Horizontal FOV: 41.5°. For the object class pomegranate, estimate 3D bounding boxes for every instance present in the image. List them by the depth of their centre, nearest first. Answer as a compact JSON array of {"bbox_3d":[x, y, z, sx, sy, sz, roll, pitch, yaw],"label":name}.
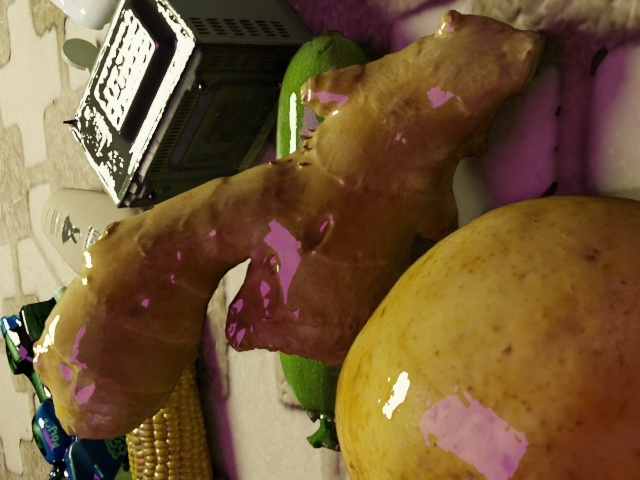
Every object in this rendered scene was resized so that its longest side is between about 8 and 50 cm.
[{"bbox_3d":[0.146,0.103,0.494,0.260,0.260,0.260,17,113,46],"label":"pomegranate"}]

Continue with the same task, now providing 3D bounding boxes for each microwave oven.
[{"bbox_3d":[-0.121,-0.138,0.796,0.129,0.163,0.205,53,132,22],"label":"microwave oven"}]

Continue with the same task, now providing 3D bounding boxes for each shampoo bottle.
[{"bbox_3d":[-0.272,0.002,1.073,0.257,0.078,0.127,22,98,44],"label":"shampoo bottle"}]

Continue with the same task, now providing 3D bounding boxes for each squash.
[{"bbox_3d":[0.009,0.012,0.734,0.101,0.101,0.378,18,113,46],"label":"squash"}]

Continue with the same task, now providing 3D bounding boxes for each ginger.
[{"bbox_3d":[-0.014,-0.005,0.630,0.122,0.363,0.348,-80,-1,-81],"label":"ginger"}]

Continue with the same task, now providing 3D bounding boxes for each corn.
[{"bbox_3d":[-0.191,0.220,1.025,0.101,0.101,0.310,-1,101,50],"label":"corn"}]

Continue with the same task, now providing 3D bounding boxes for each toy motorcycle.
[{"bbox_3d":[-0.313,0.227,1.096,0.125,0.196,0.331,-45,68,46],"label":"toy motorcycle"}]

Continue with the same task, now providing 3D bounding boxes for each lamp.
[{"bbox_3d":[-0.273,-0.165,1.052,0.056,0.050,0.198,-48,65,47],"label":"lamp"}]

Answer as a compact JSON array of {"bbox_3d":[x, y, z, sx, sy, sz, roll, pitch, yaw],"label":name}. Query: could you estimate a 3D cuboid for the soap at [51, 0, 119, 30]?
[{"bbox_3d":[-0.193,-0.353,0.855,0.347,0.115,0.208,-31,76,49],"label":"soap"}]
